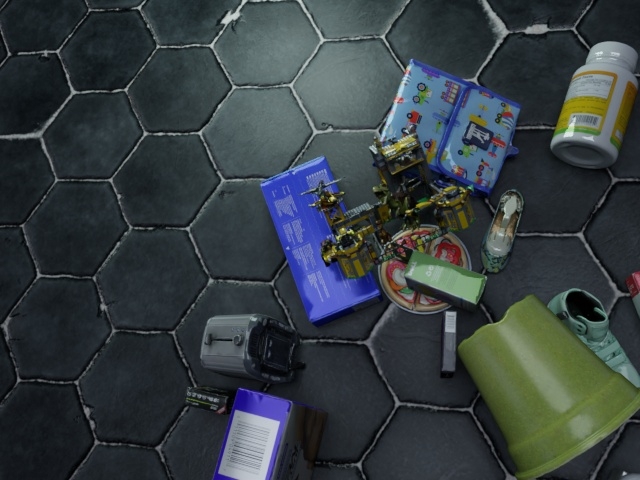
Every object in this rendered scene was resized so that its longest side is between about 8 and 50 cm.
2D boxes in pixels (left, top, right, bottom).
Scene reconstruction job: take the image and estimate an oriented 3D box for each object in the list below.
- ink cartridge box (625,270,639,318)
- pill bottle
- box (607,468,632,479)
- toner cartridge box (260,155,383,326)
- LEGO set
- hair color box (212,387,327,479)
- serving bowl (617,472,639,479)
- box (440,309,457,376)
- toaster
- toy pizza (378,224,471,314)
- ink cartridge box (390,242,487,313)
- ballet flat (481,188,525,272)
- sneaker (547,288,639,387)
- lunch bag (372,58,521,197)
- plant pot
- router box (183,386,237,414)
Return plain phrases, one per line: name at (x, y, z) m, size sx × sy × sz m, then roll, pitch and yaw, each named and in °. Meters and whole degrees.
ink cartridge box at (0.695, 0.136, 1.303) m, size 0.127 × 0.072 × 0.175 m, roll -15°, pitch 71°, yaw 6°
pill bottle at (0.590, -0.289, 1.417) m, size 0.136 × 0.136 × 0.246 m, roll 18°, pitch 78°, yaw 16°
box at (0.560, 0.482, 1.212) m, size 0.087 × 0.102 × 0.101 m, roll 28°, pitch 81°, yaw 20°
toner cartridge box at (0.000, 0.000, 1.483) m, size 0.165 × 0.075 × 0.348 m, roll -22°, pitch 71°, yaw 3°
LEGO set at (0.121, -0.092, 1.313) m, size 0.331 × 0.255 × 0.192 m, roll -22°, pitch 115°, yaw 6°
hair color box at (-0.083, 0.388, 1.244) m, size 0.110 × 0.339 × 0.185 m, roll 12°, pitch 76°, yaw 13°
serving bowl at (0.554, 0.447, 1.155) m, size 0.083 × 0.027 × 0.083 m, roll -3°, pitch 72°, yaw 10°
box at (0.253, 0.209, 1.324) m, size 0.029 × 0.162 × 0.116 m, roll 2°, pitch 75°, yaw 8°
toaster at (-0.144, 0.226, 1.387) m, size 0.146 × 0.227 × 0.129 m, roll -1°, pitch 72°, yaw 29°
toy pizza at (0.224, 0.059, 1.443) m, size 0.201 × 0.032 × 0.201 m, roll -3°, pitch 73°, yaw 10°
ink cartridge box at (0.229, 0.076, 1.360) m, size 0.209 × 0.109 × 0.062 m, roll 21°, pitch 78°, yaw 17°
ballet flat at (0.387, -0.025, 1.418) m, size 0.070 × 0.070 × 0.188 m, roll 14°, pitch 77°, yaw 15°
sneaker at (0.532, 0.206, 1.274) m, size 0.094 × 0.151 × 0.256 m, roll -34°, pitch 71°, yaw -1°
lunch bag at (0.293, -0.234, 1.483) m, size 0.293 × 0.138 × 0.221 m, roll 20°, pitch 79°, yaw 4°
plant pot at (0.393, 0.249, 1.216) m, size 0.276 × 0.276 × 0.254 m, roll -36°, pitch 74°, yaw -1°
router box at (-0.220, 0.336, 1.402) m, size 0.092 × 0.122 × 0.038 m, roll 11°, pitch 81°, yaw 14°
